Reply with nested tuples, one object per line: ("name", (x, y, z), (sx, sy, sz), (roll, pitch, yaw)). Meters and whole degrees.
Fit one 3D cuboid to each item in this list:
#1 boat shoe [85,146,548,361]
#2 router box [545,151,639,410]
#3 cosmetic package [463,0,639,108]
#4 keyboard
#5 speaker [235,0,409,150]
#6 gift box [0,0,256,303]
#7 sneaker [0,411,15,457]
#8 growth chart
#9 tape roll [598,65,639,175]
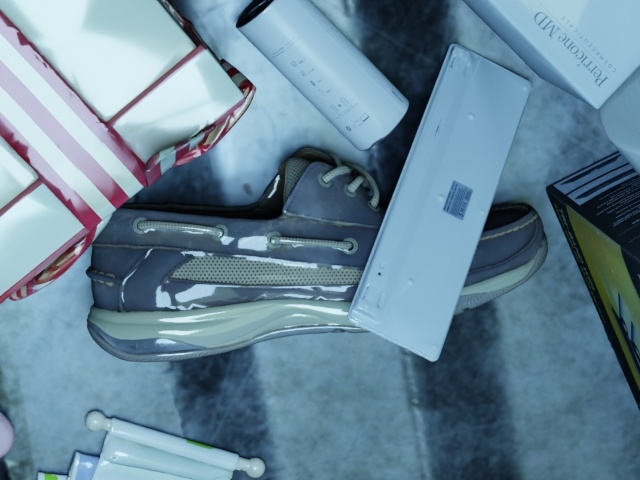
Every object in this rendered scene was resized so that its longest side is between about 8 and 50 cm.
("boat shoe", (0.000, 0.000, 1.390), (0.355, 0.132, 0.130), (-10, 100, -16))
("router box", (0.294, 0.102, 1.420), (0.081, 0.243, 0.309), (-27, 108, -4))
("cosmetic package", (0.182, -0.257, 1.354), (0.224, 0.138, 0.224), (42, 95, -18))
("keyboard", (0.091, -0.033, 1.378), (0.072, 0.014, 0.256), (29, 60, -13))
("speaker", (0.001, -0.131, 1.394), (0.055, 0.055, 0.136), (-45, 108, 3))
("gift box", (-0.212, -0.104, 1.250), (0.255, 0.276, 0.258), (-38, 110, 6))
("sneaker", (-0.289, 0.136, 1.402), (0.134, 0.070, 0.051), (30, 96, -18))
("growth chart", (-0.168, 0.248, 1.483), (0.172, 0.021, 0.237), (24, 99, -16))
("tape roll", (0.365, -0.172, 1.282), (0.392, 0.392, 0.072), (-43, 108, 2))
